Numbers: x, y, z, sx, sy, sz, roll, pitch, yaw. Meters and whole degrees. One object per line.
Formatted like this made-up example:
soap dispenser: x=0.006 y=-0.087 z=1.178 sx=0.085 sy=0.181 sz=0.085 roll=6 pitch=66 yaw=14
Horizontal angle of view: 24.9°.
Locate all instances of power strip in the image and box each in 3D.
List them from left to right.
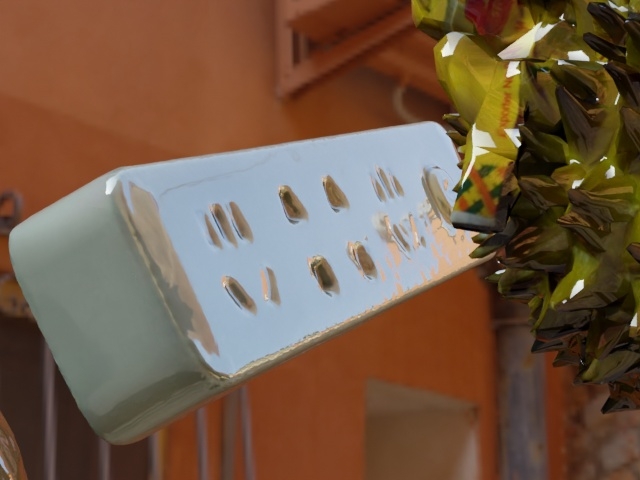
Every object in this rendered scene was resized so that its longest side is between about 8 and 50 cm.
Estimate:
power strip: x=0.000 y=0.000 z=0.672 sx=0.062 sy=0.091 sz=0.385 roll=-28 pitch=-4 yaw=25

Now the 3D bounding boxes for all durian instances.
durian: x=0.167 y=-0.029 z=0.451 sx=0.258 sy=0.258 sz=0.293 roll=-12 pitch=-7 yaw=27

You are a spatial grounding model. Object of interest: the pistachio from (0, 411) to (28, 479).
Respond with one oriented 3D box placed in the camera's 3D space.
pistachio: x=-0.179 y=0.103 z=0.553 sx=0.135 sy=0.136 sz=0.226 roll=10 pitch=18 yaw=-29
